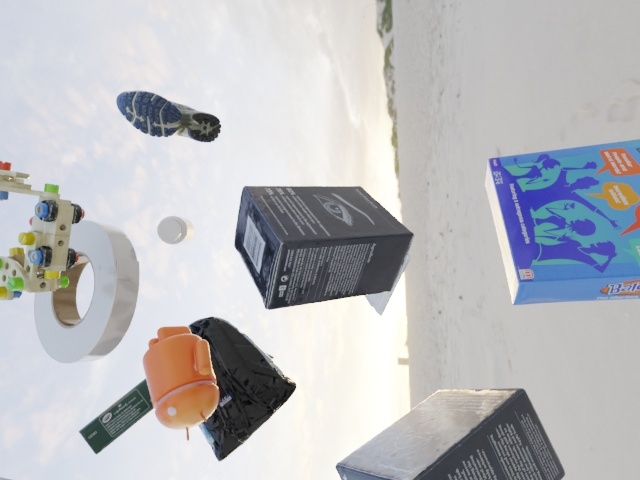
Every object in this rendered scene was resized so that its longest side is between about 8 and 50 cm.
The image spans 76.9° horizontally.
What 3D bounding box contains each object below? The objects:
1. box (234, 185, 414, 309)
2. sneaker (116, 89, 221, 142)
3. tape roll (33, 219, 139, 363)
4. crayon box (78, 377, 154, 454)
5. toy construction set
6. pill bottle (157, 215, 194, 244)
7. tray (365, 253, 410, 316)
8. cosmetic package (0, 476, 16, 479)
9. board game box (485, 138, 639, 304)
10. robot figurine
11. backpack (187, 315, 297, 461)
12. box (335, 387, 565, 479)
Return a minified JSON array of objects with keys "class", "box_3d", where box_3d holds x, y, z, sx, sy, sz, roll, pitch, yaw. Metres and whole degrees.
[{"class":"box","box_3d":[0.000,0.000,0.582,0.153,0.207,0.108,53,136,46]},{"class":"sneaker","box_3d":[-0.204,-0.163,0.535,0.135,0.058,0.052,8,-71,-48]},{"class":"tape roll","box_3d":[-0.647,0.135,1.105,0.072,0.393,0.391,19,-110,-58]},{"class":"crayon box","box_3d":[-0.546,0.491,1.205,0.083,0.203,0.323,50,164,4]},{"class":"toy construction set","box_3d":[-0.659,-0.015,0.916,0.151,0.215,0.326,-23,-62,-59]},{"class":"pill bottle","box_3d":[-0.431,-0.030,1.199,0.152,0.086,0.085,-173,81,-83]},{"class":"tray","box_3d":[0.156,0.083,1.099,0.145,0.030,0.270,58,151,35]},{"class":"cosmetic package","box_3d":[-0.402,0.392,0.372,0.224,0.138,0.224,-47,-34,-80]},{"class":"board game box","box_3d":[0.282,-0.023,0.384,0.047,0.211,0.159,68,-159,-51]},{"class":"robot figurine","box_3d":[-0.280,0.278,0.813,0.219,0.158,0.128,59,171,31]},{"class":"backpack","box_3d":[-0.294,0.400,1.201,0.290,0.355,0.273,-41,-4,-22]},{"class":"box","box_3d":[0.293,0.529,0.934,0.396,0.294,0.211,-18,-100,-32]}]
